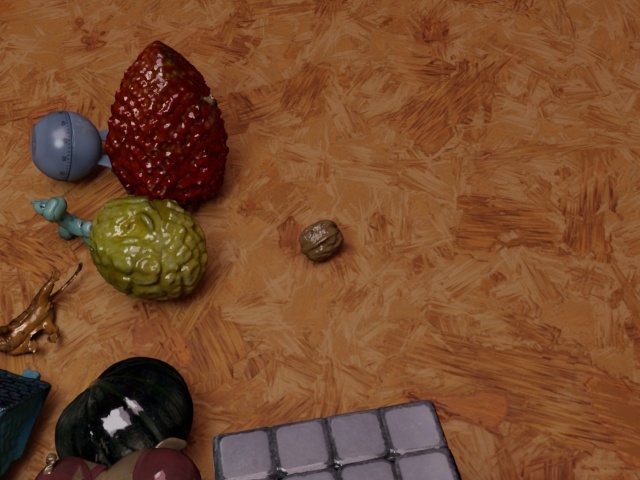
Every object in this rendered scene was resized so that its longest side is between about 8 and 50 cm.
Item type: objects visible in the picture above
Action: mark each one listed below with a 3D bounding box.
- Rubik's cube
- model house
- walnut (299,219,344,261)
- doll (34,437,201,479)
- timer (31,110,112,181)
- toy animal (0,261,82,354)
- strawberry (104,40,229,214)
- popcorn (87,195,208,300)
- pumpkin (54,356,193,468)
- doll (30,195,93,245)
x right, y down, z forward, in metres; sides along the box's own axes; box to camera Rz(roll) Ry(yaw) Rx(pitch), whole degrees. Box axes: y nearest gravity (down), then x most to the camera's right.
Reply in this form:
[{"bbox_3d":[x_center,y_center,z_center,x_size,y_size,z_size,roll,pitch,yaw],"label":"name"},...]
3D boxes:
[{"bbox_3d":[0.036,0.480,1.056,0.344,0.337,0.344,-8,43,-6],"label":"Rubik's cube"},{"bbox_3d":[-0.657,0.323,1.346,0.261,0.226,0.241,15,40,9],"label":"model house"},{"bbox_3d":[0.000,0.000,1.555,0.096,0.082,0.079,-32,91,-7],"label":"walnut"},{"bbox_3d":[-0.306,0.402,1.114,0.256,0.152,0.196,-5,66,1],"label":"doll"},{"bbox_3d":[-0.541,-0.202,1.693,0.175,0.255,0.175,-12,71,37],"label":"timer"},{"bbox_3d":[-0.574,0.145,1.503,0.255,0.114,0.116,-44,23,-26],"label":"toy animal"},{"bbox_3d":[-0.310,-0.234,1.565,0.292,0.343,0.292,8,56,-13],"label":"strawberry"},{"bbox_3d":[-0.358,0.018,1.508,0.237,0.251,0.206,14,80,-28],"label":"popcorn"},{"bbox_3d":[-0.344,0.329,1.312,0.250,0.216,0.250,-14,27,7],"label":"pumpkin"},{"bbox_3d":[-0.534,-0.041,1.567,0.159,0.158,0.059,23,72,9],"label":"doll"}]
